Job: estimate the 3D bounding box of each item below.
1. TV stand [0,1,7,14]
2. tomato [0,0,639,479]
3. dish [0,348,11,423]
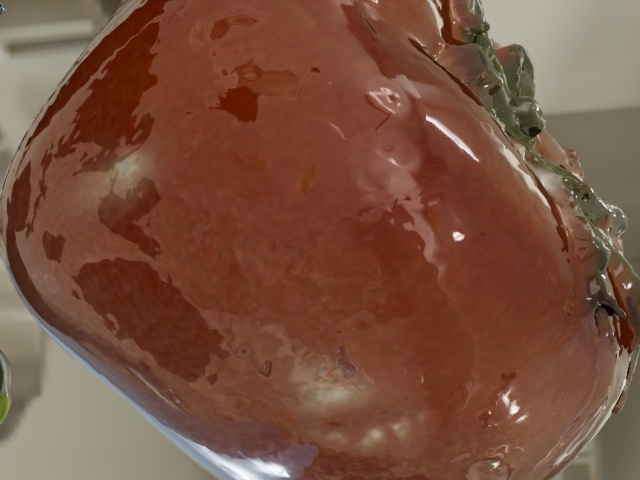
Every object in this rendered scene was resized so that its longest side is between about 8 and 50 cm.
[{"bbox_3d":[-0.377,-0.129,1.531,0.049,0.256,0.040,51,-14,-17],"label":"TV stand"},{"bbox_3d":[0.000,0.000,0.934,0.341,0.273,0.341,51,17,-22],"label":"tomato"},{"bbox_3d":[-0.197,0.050,0.927,0.039,0.137,0.091,-7,128,-58],"label":"dish"}]
